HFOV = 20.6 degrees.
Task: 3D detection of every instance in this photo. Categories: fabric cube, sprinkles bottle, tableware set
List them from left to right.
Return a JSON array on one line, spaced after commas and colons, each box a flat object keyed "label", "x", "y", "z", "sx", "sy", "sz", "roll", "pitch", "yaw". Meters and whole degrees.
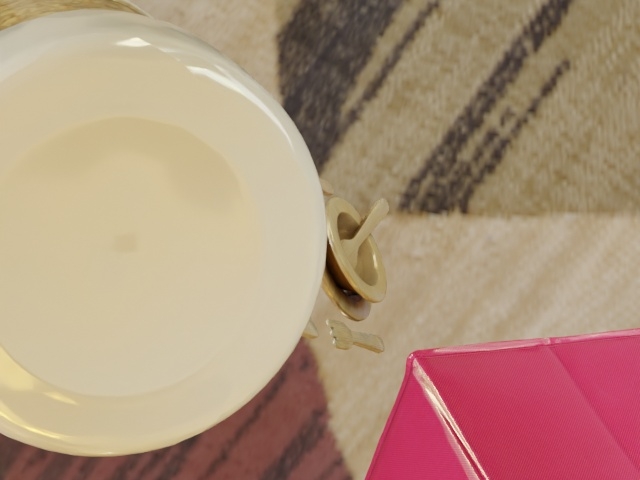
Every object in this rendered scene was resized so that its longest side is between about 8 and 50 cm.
[{"label": "sprinkles bottle", "x": -0.102, "y": -0.039, "z": 0.634, "sx": 0.121, "sy": 0.355, "sz": 0.121, "roll": -4, "pitch": 105, "yaw": -15}, {"label": "tableware set", "x": 0.000, "y": 0.000, "z": 1.107, "sx": 0.039, "sy": 0.194, "sz": 0.128, "roll": -24, "pitch": 73, "yaw": 20}, {"label": "fabric cube", "x": 0.192, "y": 0.247, "z": 1.341, "sx": 0.259, "sy": 0.258, "sz": 0.254, "roll": -5, "pitch": 133, "yaw": -27}]
